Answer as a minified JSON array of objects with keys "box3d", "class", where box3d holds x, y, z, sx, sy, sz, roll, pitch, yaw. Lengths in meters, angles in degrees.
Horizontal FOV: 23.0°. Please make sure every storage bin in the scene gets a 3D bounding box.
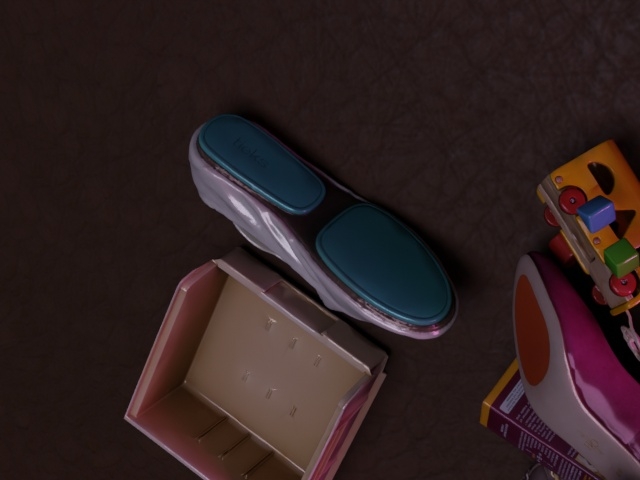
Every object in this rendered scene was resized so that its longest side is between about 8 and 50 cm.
[{"box3d":[-0.079,0.187,2.000,0.262,0.123,0.260,35,125,16],"class":"storage bin"}]

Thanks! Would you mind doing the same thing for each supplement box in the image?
[{"box3d":[0.285,0.207,1.770,0.188,0.104,0.081,34,162,16],"class":"supplement box"}]

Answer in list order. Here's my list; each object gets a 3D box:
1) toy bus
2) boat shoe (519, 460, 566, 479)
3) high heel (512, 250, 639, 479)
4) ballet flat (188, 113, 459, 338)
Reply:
[{"box3d":[0.317,-0.008,1.661,0.191,0.104,0.202,53,171,50],"class":"toy bus"},{"box3d":[0.361,0.370,1.801,0.324,0.116,0.096,45,130,16],"class":"boat shoe"},{"box3d":[0.333,0.173,1.694,0.127,0.181,0.377,119,139,-60],"class":"high heel"},{"box3d":[0.000,0.000,1.882,0.400,0.139,0.139,39,126,19],"class":"ballet flat"}]
